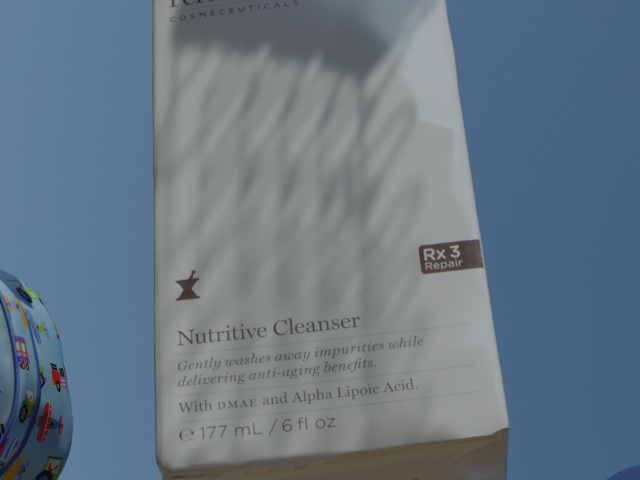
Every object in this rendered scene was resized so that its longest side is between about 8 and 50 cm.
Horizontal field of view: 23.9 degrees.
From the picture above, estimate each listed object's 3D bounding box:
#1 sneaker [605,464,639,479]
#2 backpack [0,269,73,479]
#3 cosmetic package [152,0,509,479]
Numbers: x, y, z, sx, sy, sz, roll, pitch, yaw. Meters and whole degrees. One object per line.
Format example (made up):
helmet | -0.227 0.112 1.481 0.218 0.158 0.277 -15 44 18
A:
sneaker | 0.280 0.162 1.011 0.182 0.127 0.315 63 -17 -12
backpack | -0.212 0.074 0.727 0.117 0.173 0.158 95 -17 -69
cosmetic package | 0.000 0.000 1.024 0.156 0.217 0.385 81 2 -59
